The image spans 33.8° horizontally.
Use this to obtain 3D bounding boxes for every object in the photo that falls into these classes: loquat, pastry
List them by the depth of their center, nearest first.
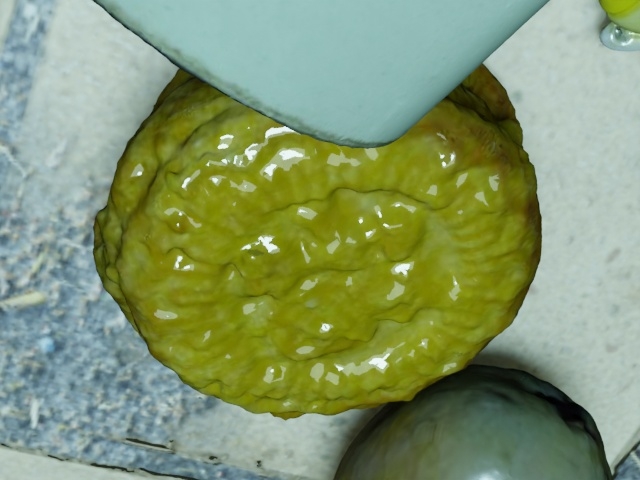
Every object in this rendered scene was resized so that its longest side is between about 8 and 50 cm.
[{"bbox_3d":[0.000,0.000,0.566,0.240,0.132,0.235,6,121,-10],"label":"pastry"},{"bbox_3d":[0.092,0.179,0.668,0.179,0.179,0.227,1,127,-7],"label":"loquat"}]

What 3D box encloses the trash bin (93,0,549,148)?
[{"bbox_3d":[0.085,-0.261,0.328,0.280,0.280,0.432,33,116,-25],"label":"trash bin"}]

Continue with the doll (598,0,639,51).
[{"bbox_3d":[0.217,-0.128,0.552,0.162,0.062,0.106,19,123,-19],"label":"doll"}]
